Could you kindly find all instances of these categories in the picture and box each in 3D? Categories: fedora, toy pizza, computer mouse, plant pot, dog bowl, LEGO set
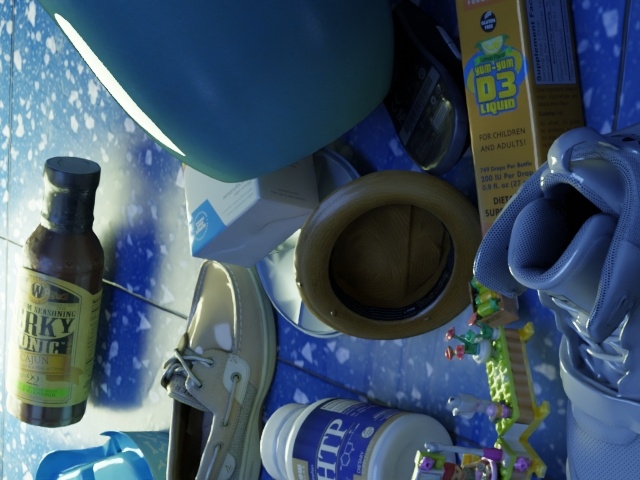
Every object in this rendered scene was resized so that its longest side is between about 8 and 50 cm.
[{"bbox_3d":[0.064,0.003,1.292,0.079,0.194,0.194,-94,25,-54],"label":"fedora"},{"bbox_3d":[0.000,0.000,1.428,0.201,0.032,0.201,11,105,48],"label":"toy pizza"},{"bbox_3d":[0.100,-0.194,1.270,0.262,0.060,0.184,58,139,41],"label":"computer mouse"},{"bbox_3d":[-0.068,-0.195,1.228,0.293,0.293,0.235,-9,118,49],"label":"plant pot"},{"bbox_3d":[-0.255,0.326,1.734,0.297,0.074,0.166,-26,76,48],"label":"dog bowl"},{"bbox_3d":[0.120,0.159,1.190,0.132,0.107,0.287,173,106,-72],"label":"LEGO set"}]

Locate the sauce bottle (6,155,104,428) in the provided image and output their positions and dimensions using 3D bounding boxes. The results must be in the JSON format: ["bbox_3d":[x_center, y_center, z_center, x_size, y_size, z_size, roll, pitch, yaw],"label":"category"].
[{"bbox_3d":[-0.333,0.065,1.754,0.111,0.111,0.344,26,115,44],"label":"sauce bottle"}]

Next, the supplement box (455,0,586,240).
[{"bbox_3d":[0.174,-0.110,1.181,0.078,0.080,0.233,-7,88,47],"label":"supplement box"}]

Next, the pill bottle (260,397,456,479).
[{"bbox_3d":[0.031,0.214,1.365,0.186,0.112,0.112,3,98,48],"label":"pill bottle"}]

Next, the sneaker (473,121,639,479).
[{"bbox_3d":[0.213,0.071,1.062,0.137,0.210,0.366,27,115,44],"label":"sneaker"}]

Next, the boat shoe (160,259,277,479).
[{"bbox_3d":[-0.122,0.156,1.537,0.109,0.098,0.302,19,110,46],"label":"boat shoe"}]

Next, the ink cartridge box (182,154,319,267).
[{"bbox_3d":[-0.080,-0.106,1.425,0.134,0.078,0.231,-38,51,44],"label":"ink cartridge box"}]
